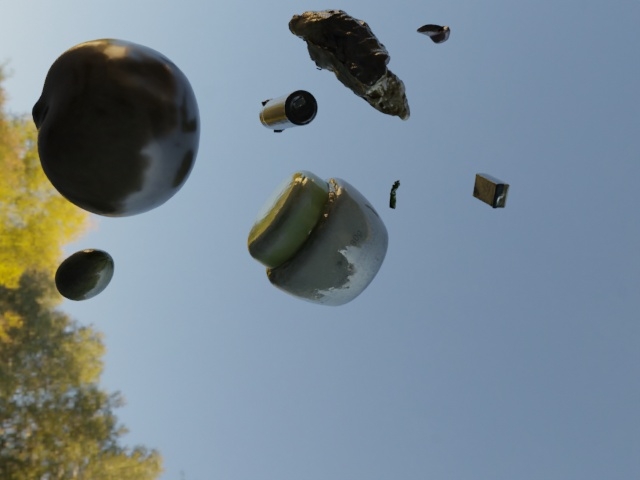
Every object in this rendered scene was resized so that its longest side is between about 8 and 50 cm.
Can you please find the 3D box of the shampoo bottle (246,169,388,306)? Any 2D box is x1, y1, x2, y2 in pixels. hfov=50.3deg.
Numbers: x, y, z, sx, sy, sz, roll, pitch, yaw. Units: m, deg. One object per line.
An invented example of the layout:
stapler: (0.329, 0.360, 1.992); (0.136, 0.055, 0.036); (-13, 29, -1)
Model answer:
shampoo bottle: (0.000, 0.000, 1.731); (0.322, 0.317, 0.322); (-51, -163, 22)

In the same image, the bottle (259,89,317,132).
bottle: (-0.076, -0.277, 1.485); (0.082, 0.072, 0.244); (69, -16, -14)

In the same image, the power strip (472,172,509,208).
power strip: (0.370, -0.108, 1.479); (0.123, 0.032, 0.056); (-120, -147, -71)

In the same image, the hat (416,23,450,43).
hat: (0.292, -0.531, 1.763); (0.058, 0.087, 0.042); (-70, 159, -55)

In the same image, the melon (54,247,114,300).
melon: (-0.477, 0.068, 1.384); (0.131, 0.098, 0.098); (-38, -126, 13)

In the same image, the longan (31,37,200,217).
longan: (-0.405, -0.223, 1.369); (0.361, 0.361, 0.361); (-6, -97, 53)

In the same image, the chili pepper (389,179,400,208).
chili pepper: (0.191, -0.121, 1.767); (0.027, 0.022, 0.083); (-99, -165, -64)

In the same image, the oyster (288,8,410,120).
oyster: (0.081, -0.407, 1.526); (0.341, 0.166, 0.110); (56, -18, 12)
